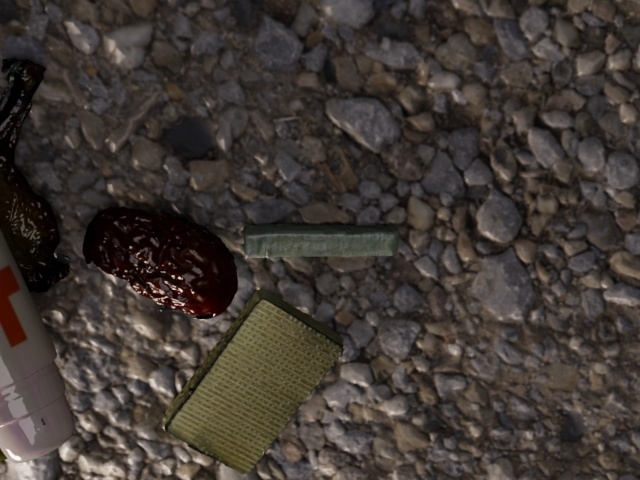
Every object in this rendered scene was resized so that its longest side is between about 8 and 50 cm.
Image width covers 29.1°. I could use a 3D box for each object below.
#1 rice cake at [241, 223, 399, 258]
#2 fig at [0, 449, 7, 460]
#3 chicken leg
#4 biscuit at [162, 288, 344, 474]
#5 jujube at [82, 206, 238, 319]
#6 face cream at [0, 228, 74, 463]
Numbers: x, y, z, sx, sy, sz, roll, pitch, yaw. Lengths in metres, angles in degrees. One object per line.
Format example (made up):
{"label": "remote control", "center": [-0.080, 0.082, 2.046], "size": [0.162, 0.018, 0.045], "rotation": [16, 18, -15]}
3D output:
{"label": "rice cake", "center": [0.000, 0.001, 1.321], "size": [0.170, 0.029, 0.033], "rotation": [0, 117, -8]}
{"label": "fig", "center": [-0.353, 0.148, 1.290], "size": [0.123, 0.123, 0.156], "rotation": [-22, 104, 2]}
{"label": "chicken leg", "center": [-0.314, -0.060, 1.244], "size": [0.106, 0.051, 0.253], "rotation": [-5, 112, -12]}
{"label": "biscuit", "center": [-0.076, 0.159, 1.371], "size": [0.121, 0.040, 0.199], "rotation": [32, 106, -21]}
{"label": "jujube", "center": [-0.160, 0.016, 1.270], "size": [0.166, 0.104, 0.104], "rotation": [29, 106, -16]}
{"label": "face cream", "center": [-0.333, 0.054, 1.185], "size": [0.102, 0.102, 0.346], "rotation": [-22, 98, 2]}
